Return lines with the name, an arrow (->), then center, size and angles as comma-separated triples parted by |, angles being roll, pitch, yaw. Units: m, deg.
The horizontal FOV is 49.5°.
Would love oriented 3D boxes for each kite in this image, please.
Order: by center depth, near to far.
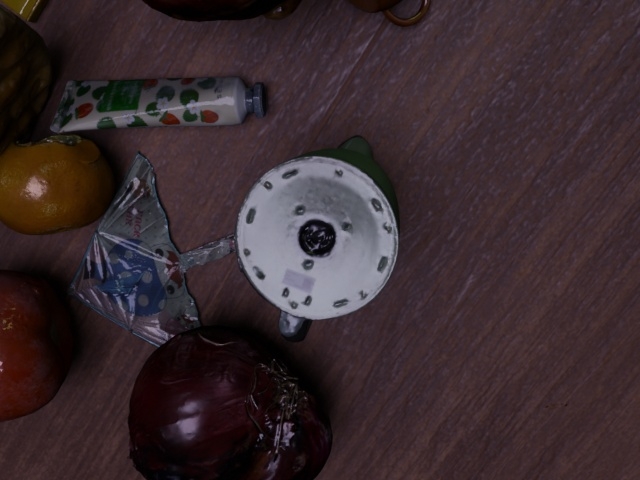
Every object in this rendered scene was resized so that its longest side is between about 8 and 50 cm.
kite -> -0.215, 0.040, 0.975 | 0.314, 0.011, 0.335 | -15, 101, 11

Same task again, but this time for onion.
onion -> -0.114, 0.234, 0.907 | 0.281, 0.221, 0.281 | -1, 131, -1

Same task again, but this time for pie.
pie -> -0.437, -0.130, 0.809 | 0.083, 0.339, 0.339 | 35, 106, -3

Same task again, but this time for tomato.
tomato -> -0.440, 0.142, 0.930 | 0.184, 0.208, 0.208 | -12, 101, -2

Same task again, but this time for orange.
orange -> -0.347, -0.075, 0.896 | 0.154, 0.154, 0.134 | -21, 87, 13

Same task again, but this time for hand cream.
hand cream -> -0.207, -0.177, 0.893 | 0.276, 0.095, 0.059 | -1, 147, 7

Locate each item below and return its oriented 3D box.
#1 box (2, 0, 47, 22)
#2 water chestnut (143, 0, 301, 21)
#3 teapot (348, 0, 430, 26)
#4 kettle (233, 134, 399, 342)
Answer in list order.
box -> -0.416, -0.367, 0.903 | 0.155, 0.023, 0.087 | 39, 103, -2
water chestnut -> -0.118, -0.394, 0.682 | 0.335, 0.335, 0.347 | -35, 124, 14
teapot -> 0.074, -0.328, 0.802 | 0.116, 0.116, 0.173 | -34, 118, 14
kettle -> 0.000, 0.000, 0.805 | 0.165, 0.255, 0.240 | 18, 103, 1
